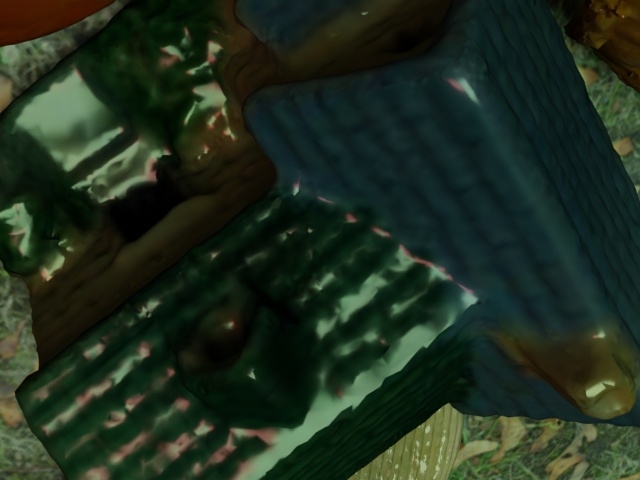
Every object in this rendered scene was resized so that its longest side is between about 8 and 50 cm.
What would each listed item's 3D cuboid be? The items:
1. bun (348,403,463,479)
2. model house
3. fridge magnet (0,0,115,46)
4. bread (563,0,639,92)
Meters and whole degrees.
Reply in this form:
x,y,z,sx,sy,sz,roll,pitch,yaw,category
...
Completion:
x,y,z,sx,sy,sz,roll,pitch,yaw,category
0.015,0.191,0.815,0.237,0.116,0.210,-13,116,-32,bun
0.000,0.000,0.590,0.382,0.343,0.335,-38,122,-1,model house
-0.214,-0.280,0.484,0.363,0.155,0.364,-9,117,-18,fridge magnet
0.370,-0.170,0.640,0.398,0.398,0.215,21,91,-28,bread
